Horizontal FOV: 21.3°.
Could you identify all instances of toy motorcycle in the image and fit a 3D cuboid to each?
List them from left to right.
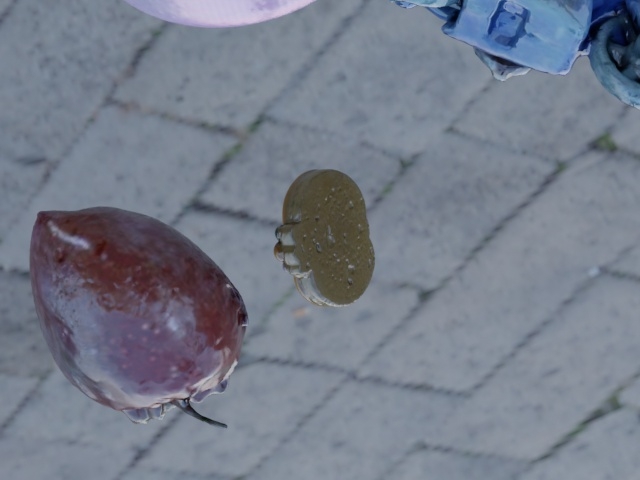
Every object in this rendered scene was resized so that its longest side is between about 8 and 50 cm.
[{"bbox_3d":[0.197,-0.249,1.412,0.241,0.319,0.182,-62,174,-12],"label":"toy motorcycle"}]

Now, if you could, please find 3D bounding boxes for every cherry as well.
[{"bbox_3d":[-0.181,0.062,1.612,0.250,0.192,0.175,46,73,-17],"label":"cherry"}]

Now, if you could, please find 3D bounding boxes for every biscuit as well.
[{"bbox_3d":[-0.003,0.000,2.026,0.050,0.170,0.170,-5,158,38],"label":"biscuit"}]

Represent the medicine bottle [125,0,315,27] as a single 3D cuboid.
[{"bbox_3d":[-0.072,-0.274,0.882,0.202,0.202,0.316,-20,152,0],"label":"medicine bottle"}]
